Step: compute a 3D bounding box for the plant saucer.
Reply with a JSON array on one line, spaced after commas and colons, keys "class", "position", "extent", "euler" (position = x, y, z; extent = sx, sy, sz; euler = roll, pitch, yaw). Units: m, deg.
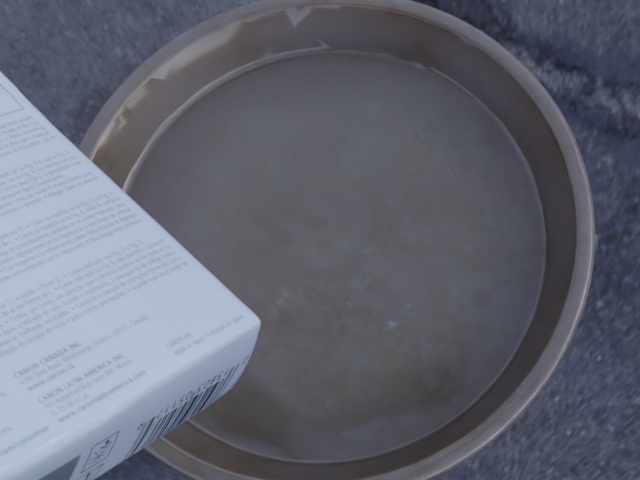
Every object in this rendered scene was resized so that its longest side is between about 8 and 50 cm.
[{"class": "plant saucer", "position": [0.000, 0.000, 0.714], "extent": [0.277, 0.041, 0.278], "euler": [-2, 69, 6]}]

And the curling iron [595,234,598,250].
[{"class": "curling iron", "position": [0.145, -0.014, 1.071], "extent": [0.035, 0.274, 0.068], "euler": [34, 103, 41]}]

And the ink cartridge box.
[{"class": "ink cartridge box", "position": [-0.163, 0.005, 0.553], "extent": [0.232, 0.189, 0.066], "euler": [39, 125, 17]}]
